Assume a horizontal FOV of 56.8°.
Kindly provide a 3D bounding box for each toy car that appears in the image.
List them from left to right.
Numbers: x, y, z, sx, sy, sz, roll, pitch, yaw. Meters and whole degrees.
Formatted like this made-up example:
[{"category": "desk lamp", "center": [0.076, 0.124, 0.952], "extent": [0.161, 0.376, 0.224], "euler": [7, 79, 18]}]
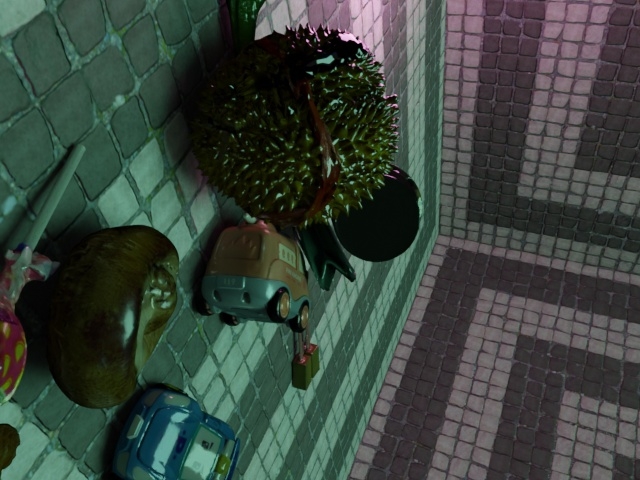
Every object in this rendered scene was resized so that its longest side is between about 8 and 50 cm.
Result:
[{"category": "toy car", "center": [-0.248, 0.392, 1.085], "extent": [0.314, 0.165, 0.198], "euler": [70, 34, -54]}, {"category": "toy car", "center": [-0.123, 0.068, 1.221], "extent": [0.270, 0.180, 0.213], "euler": [46, 49, -65]}]

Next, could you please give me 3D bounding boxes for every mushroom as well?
[{"category": "mushroom", "center": [-0.277, 0.098, 0.799], "extent": [0.253, 0.153, 0.253], "euler": [-162, -90, -86]}]

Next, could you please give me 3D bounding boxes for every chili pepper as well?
[{"category": "chili pepper", "center": [-0.130, -0.403, 1.065], "extent": [0.100, 0.074, 0.257], "euler": [-48, 150, -58]}]

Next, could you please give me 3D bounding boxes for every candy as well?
[{"category": "candy", "center": [-0.357, 0.026, 0.694], "extent": [0.124, 0.124, 0.366], "euler": [72, 25, -54]}]

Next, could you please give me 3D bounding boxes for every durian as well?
[{"category": "durian", "center": [-0.036, -0.190, 1.024], "extent": [0.347, 0.384, 0.348], "euler": [166, -90, -75]}]

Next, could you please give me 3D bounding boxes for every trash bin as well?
[{"category": "trash bin", "center": [0.125, -0.067, 1.318], "extent": [0.334, 0.214, 0.214], "euler": [-75, 174, -79]}]

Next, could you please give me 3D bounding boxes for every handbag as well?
[{"category": "handbag", "center": [0.000, 0.001, 1.398], "extent": [0.326, 0.089, 0.239], "euler": [44, 22, -83]}]

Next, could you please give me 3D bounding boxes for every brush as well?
[{"category": "brush", "center": [-0.044, 0.320, 1.743], "extent": [0.103, 0.047, 0.234], "euler": [-50, 146, -52]}]

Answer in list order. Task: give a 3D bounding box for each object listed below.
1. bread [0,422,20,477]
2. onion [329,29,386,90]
[{"category": "bread", "center": [-0.427, 0.299, 0.581], "extent": [0.246, 0.135, 0.232], "euler": [-20, 121, -67]}, {"category": "onion", "center": [0.063, -0.355, 1.408], "extent": [0.272, 0.195, 0.272], "euler": [-23, 121, -45]}]
